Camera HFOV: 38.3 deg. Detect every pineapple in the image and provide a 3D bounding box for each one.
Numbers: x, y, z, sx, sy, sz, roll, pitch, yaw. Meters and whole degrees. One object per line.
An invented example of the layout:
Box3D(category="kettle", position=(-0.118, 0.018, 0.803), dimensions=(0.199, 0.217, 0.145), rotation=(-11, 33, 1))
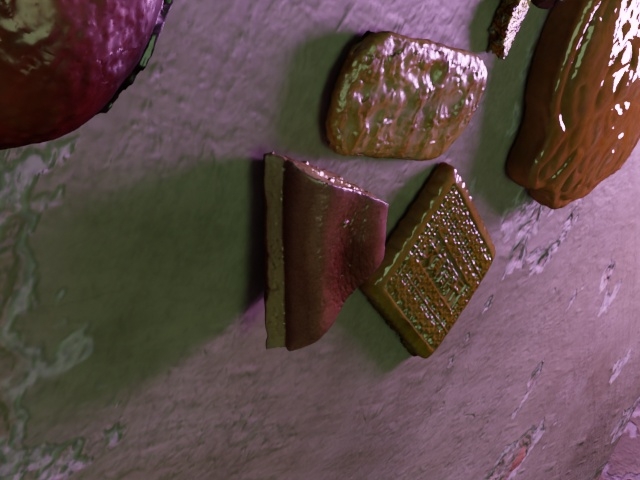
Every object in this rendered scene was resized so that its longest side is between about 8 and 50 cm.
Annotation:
Box3D(category="pineapple", position=(0.194, -0.229, 0.943), dimensions=(0.083, 0.019, 0.045), rotation=(-64, 155, 4))

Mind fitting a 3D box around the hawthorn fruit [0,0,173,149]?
Box3D(category="hawthorn fruit", position=(-0.160, -0.141, 0.336), dimensions=(0.189, 0.189, 0.251), rotation=(-49, 141, -19))

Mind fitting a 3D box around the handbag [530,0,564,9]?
Box3D(category="handbag", position=(0.216, -0.327, 0.792), dimensions=(0.213, 0.127, 0.235), rotation=(-62, 162, 4))

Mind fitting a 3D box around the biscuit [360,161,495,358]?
Box3D(category="biscuit", position=(0.134, 0.035, 1.066), dimensions=(0.172, 0.029, 0.254), rotation=(-56, 150, -9))

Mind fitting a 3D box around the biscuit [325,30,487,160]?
Box3D(category="biscuit", position=(0.085, -0.128, 0.853), dimensions=(0.247, 0.029, 0.119), rotation=(-5, 120, -55))

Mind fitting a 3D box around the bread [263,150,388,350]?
Box3D(category="bread", position=(-0.001, 0.000, 0.795), dimensions=(0.119, 0.067, 0.193), rotation=(-23, 132, -36))

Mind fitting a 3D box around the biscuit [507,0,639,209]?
Box3D(category="biscuit", position=(0.374, -0.212, 1.182), dimensions=(0.385, 0.062, 0.365), rotation=(-20, 131, -48))
